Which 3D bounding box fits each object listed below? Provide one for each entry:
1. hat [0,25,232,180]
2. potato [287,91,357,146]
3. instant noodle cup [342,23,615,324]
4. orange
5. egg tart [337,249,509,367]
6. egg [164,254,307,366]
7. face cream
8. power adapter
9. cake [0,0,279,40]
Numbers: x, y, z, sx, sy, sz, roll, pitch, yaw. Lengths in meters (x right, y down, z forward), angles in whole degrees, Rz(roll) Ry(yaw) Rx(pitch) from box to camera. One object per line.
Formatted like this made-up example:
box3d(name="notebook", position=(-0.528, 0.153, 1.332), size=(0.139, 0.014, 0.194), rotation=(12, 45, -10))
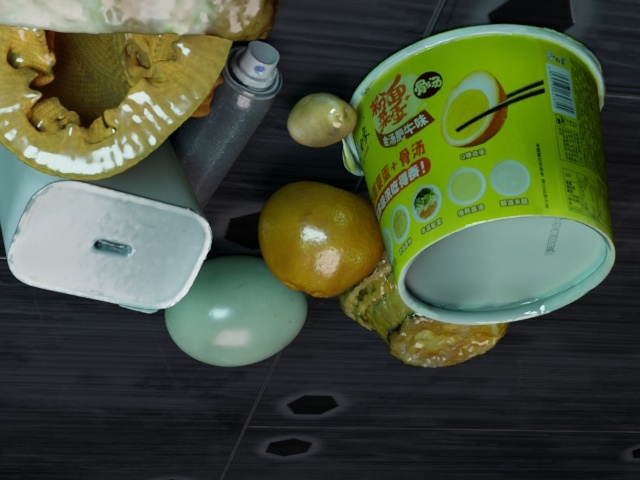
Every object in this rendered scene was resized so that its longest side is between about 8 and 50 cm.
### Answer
box3d(name="hat", position=(-0.194, -0.177, 1.038), size=(0.233, 0.244, 0.233), rotation=(-20, 179, -2))
box3d(name="potato", position=(0.004, -0.132, 1.194), size=(0.068, 0.062, 0.083), rotation=(-14, -165, -36))
box3d(name="instant noodle cup", position=(0.182, -0.055, 1.195), size=(0.311, 0.221, 0.311), rotation=(-3, 148, -2))
box3d(name="orange", position=(0.000, 0.000, 1.319), size=(0.159, 0.136, 0.159), rotation=(14, 179, 0))
box3d(name="egg tart", position=(0.169, 0.094, 1.531), size=(0.294, 0.123, 0.294), rotation=(-5, 150, -3))
box3d(name="egg", position=(-0.113, 0.094, 1.459), size=(0.192, 0.149, 0.149), rotation=(-9, 150, -13))
box3d(name="face cream", position=(-0.116, -0.118, 1.188), size=(0.073, 0.073, 0.283), rotation=(10, 145, -24))
box3d(name="power adapter", position=(-0.234, -0.058, 1.115), size=(0.187, 0.255, 0.124), rotation=(16, 116, -30))
box3d(name="cake", position=(-0.173, -0.263, 0.796), size=(0.293, 0.196, 0.199), rotation=(-2, 131, -4))
